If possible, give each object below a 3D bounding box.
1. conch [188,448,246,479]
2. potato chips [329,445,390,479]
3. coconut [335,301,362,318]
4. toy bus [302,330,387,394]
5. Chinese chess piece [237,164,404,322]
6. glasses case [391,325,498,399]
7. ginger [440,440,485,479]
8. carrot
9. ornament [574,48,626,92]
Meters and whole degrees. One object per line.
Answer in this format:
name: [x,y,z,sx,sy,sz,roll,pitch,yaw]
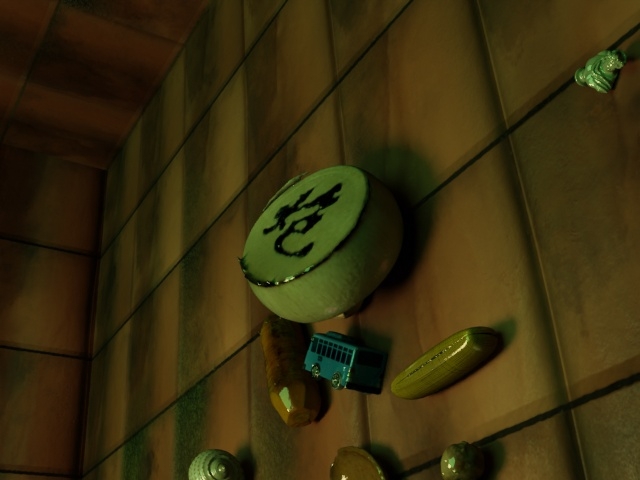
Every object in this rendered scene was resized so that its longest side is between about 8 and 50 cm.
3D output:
conch: [-0.246,0.601,1.980,0.172,0.131,0.200,57,162,21]
potato chips: [0.080,0.469,1.531,0.201,0.049,0.150,-16,67,56]
coconut: [0.039,0.112,1.700,0.110,0.110,0.124,-59,28,28]
toy bus: [0.048,0.248,1.649,0.184,0.090,0.106,9,85,60]
Chinese chess piece: [0.000,0.000,1.650,0.349,0.146,0.349,-28,35,21]
glasses case: [0.211,0.213,1.381,0.234,0.079,0.064,-45,48,44]
ginger: [0.216,0.421,1.280,0.104,0.080,0.204,1,80,36]
carrot: [-0.074,0.282,1.831,0.114,0.114,0.302,-57,33,31]
ornament: [0.433,-0.263,1.236,0.092,0.041,0.068,124,153,-49]
